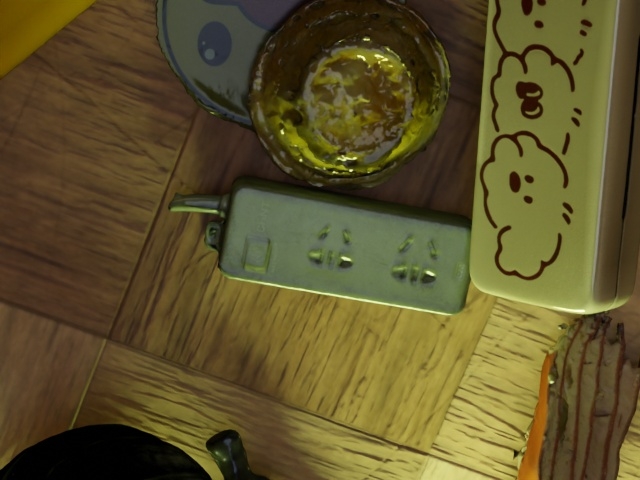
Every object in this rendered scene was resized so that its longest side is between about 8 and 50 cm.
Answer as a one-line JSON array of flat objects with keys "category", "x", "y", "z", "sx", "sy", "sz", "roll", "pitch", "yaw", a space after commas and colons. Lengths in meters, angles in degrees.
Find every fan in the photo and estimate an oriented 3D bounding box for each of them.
[{"category": "fan", "x": -0.034, "y": -0.241, "z": 1.556, "sx": 0.230, "sy": 0.011, "sz": 0.335, "roll": 1, "pitch": 105, "yaw": -5}]

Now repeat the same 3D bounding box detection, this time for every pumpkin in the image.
[{"category": "pumpkin", "x": -0.170, "y": 0.309, "z": 1.572, "sx": 0.296, "sy": 0.296, "sz": 0.295, "roll": -1, "pitch": 105, "yaw": -3}]

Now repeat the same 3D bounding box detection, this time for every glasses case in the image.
[{"category": "glasses case", "x": 0.217, "y": -0.110, "z": 1.531, "sx": 0.144, "sy": 0.076, "sz": 0.336, "roll": 12, "pitch": 104, "yaw": 39}]

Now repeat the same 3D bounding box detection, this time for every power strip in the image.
[{"category": "power strip", "x": 0.000, "y": 0.000, "z": 1.601, "sx": 0.288, "sy": 0.053, "sz": 0.093, "roll": 9, "pitch": 104, "yaw": -7}]

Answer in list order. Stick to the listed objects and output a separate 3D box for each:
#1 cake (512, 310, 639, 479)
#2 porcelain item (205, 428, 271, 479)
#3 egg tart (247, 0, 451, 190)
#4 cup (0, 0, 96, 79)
[{"category": "cake", "x": 0.236, "y": 0.202, "z": 1.659, "sx": 0.098, "sy": 0.135, "sz": 0.287, "roll": 18, "pitch": 83, "yaw": -3}, {"category": "porcelain item", "x": -0.056, "y": 0.278, "z": 1.661, "sx": 0.081, "sy": 0.069, "sz": 0.215, "roll": -23, "pitch": 106, "yaw": 16}, {"category": "egg tart", "x": 0.028, "y": -0.131, "z": 1.552, "sx": 0.191, "sy": 0.074, "sz": 0.191, "roll": -1, "pitch": 104, "yaw": -5}, {"category": "cup", "x": -0.289, "y": -0.226, "z": 1.463, "sx": 0.280, "sy": 0.196, "sz": 0.196, "roll": -33, "pitch": 104, "yaw": -2}]
